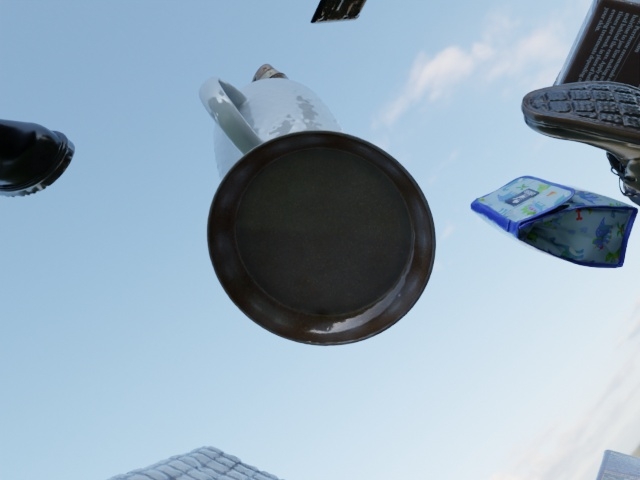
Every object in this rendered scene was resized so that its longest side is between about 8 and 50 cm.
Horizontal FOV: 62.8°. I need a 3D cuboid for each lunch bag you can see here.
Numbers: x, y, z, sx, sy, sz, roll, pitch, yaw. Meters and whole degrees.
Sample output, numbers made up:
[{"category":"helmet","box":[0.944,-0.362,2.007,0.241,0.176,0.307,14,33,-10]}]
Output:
[{"category":"lunch bag","box":[0.283,-0.027,0.659,0.152,0.129,0.096,1,-74,-9]}]

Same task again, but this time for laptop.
[{"category":"laptop","box":[0.075,-0.651,1.222,0.264,0.136,0.234,-27,-20,-41]}]

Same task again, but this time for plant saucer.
[{"category":"plant saucer","box":[0.000,0.000,0.394,0.168,0.169,0.029,-63,2,20]}]

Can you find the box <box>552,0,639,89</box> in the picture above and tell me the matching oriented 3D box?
[{"category":"box","box":[0.585,-0.258,0.812,0.191,0.382,0.143,99,-161,-45]}]

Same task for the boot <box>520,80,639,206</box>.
[{"category":"boot","box":[0.274,-0.070,0.461,0.220,0.082,0.106,9,-42,3]}]

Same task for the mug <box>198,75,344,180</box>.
[{"category":"mug","box":[-0.093,-0.167,1.027,0.276,0.328,0.374,-38,-53,11]}]

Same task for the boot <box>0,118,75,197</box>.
[{"category":"boot","box":[-0.622,-0.188,0.864,0.260,0.348,0.131,60,-144,-61]}]

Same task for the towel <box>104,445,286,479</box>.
[{"category":"towel","box":[-0.024,0.235,0.290,0.235,0.284,0.121,47,-119,-72]}]

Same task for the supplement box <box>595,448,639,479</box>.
[{"category":"supplement box","box":[0.336,0.286,0.531,0.188,0.104,0.080,8,-95,-57]}]

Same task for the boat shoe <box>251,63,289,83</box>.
[{"category":"boat shoe","box":[-0.152,-0.347,1.407,0.123,0.116,0.324,-29,-9,-31]}]
